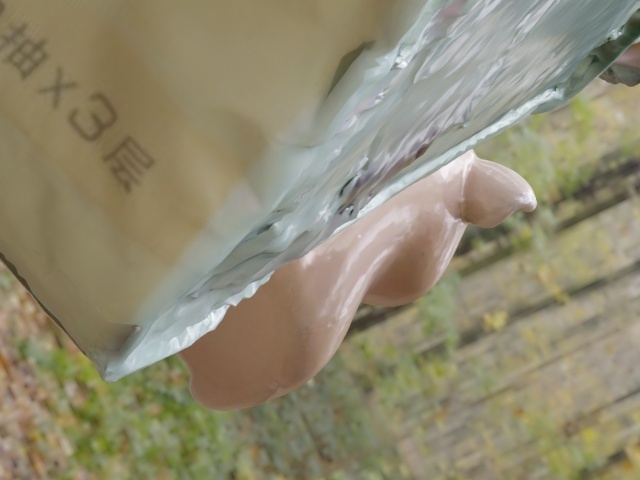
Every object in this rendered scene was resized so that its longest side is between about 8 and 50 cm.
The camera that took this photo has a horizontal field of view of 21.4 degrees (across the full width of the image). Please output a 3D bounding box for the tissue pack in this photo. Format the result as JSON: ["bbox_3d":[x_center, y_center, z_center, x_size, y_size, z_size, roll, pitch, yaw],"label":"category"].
[{"bbox_3d":[-0.064,-0.204,0.503,0.405,0.205,0.332,47,31,7],"label":"tissue pack"}]

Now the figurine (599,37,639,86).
[{"bbox_3d":[0.198,-0.122,0.925,0.394,0.227,0.274,58,29,-6],"label":"figurine"}]

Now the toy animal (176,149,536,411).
[{"bbox_3d":[0.002,-0.001,1.307,0.195,0.256,0.213,47,-31,11],"label":"toy animal"}]
